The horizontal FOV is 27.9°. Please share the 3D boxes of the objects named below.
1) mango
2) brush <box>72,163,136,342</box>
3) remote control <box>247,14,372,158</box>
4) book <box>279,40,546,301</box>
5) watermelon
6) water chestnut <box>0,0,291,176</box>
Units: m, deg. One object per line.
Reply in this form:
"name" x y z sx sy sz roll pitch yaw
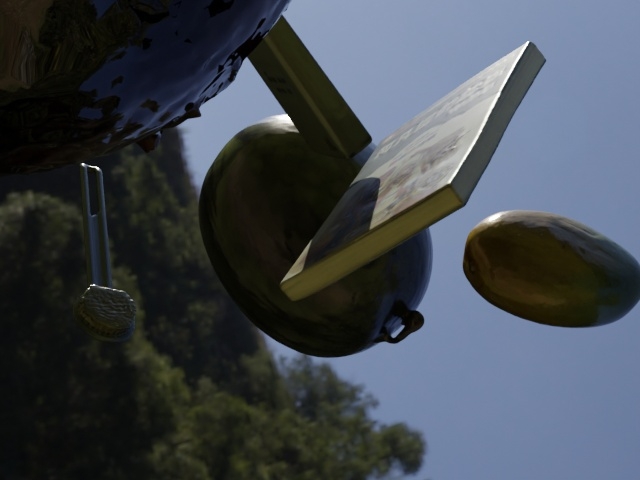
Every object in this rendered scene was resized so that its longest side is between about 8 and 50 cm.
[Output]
"mango" 0.240 0.030 1.307 0.130 0.195 0.092 -104 -151 -45
"brush" -0.221 0.001 1.285 0.027 0.062 0.266 -57 -148 31
"remote control" -0.054 -0.200 1.207 0.285 0.038 0.123 54 -9 -15
"book" 0.085 -0.063 1.135 0.202 0.264 0.027 -32 -76 39
"watermelon" 0.000 0.000 1.674 0.359 0.279 0.279 54 -41 19
"water chestnut" -0.115 -0.183 0.436 0.347 0.335 0.335 -178 -102 -68
